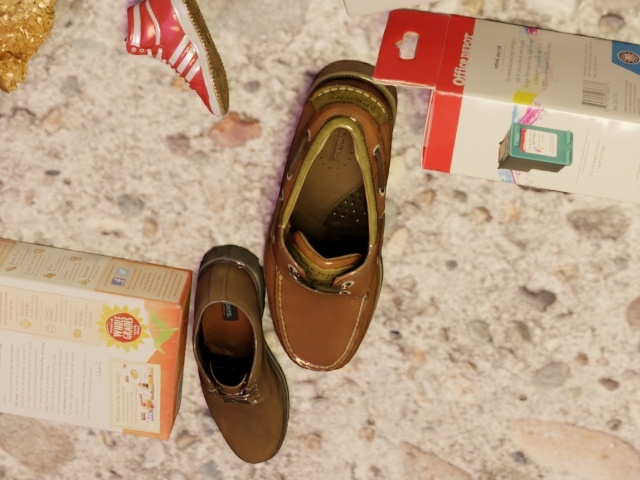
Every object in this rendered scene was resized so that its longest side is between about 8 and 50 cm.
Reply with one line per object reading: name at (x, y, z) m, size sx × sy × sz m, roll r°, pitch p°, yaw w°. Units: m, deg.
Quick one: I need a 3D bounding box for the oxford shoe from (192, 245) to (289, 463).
oxford shoe at (-0.081, 0.125, 1.722) m, size 0.082 × 0.096 × 0.227 m, roll -6°, pitch 122°, yaw 11°

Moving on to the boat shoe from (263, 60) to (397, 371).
boat shoe at (0.000, 0.000, 1.623) m, size 0.110 × 0.104 × 0.307 m, roll 7°, pitch 123°, yaw 5°

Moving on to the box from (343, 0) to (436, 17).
box at (0.147, -0.309, 1.433) m, size 0.322 × 0.058 × 0.232 m, roll -10°, pitch 120°, yaw 14°

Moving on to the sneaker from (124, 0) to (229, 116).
sneaker at (-0.123, -0.153, 1.584) m, size 0.067 × 0.042 × 0.118 m, roll -16°, pitch 110°, yaw 14°

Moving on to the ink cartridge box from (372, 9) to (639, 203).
ink cartridge box at (0.158, -0.111, 1.510) m, size 0.231 × 0.134 × 0.078 m, roll 10°, pitch 123°, yaw 4°

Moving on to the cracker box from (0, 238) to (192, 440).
cracker box at (-0.242, 0.088, 1.741) m, size 0.232 × 0.067 × 0.156 m, roll 9°, pitch 122°, yaw 2°

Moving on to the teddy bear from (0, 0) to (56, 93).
teddy bear at (-0.273, -0.268, 1.426) m, size 0.113 × 0.245 × 0.338 m, roll -36°, pitch 126°, yaw -12°
